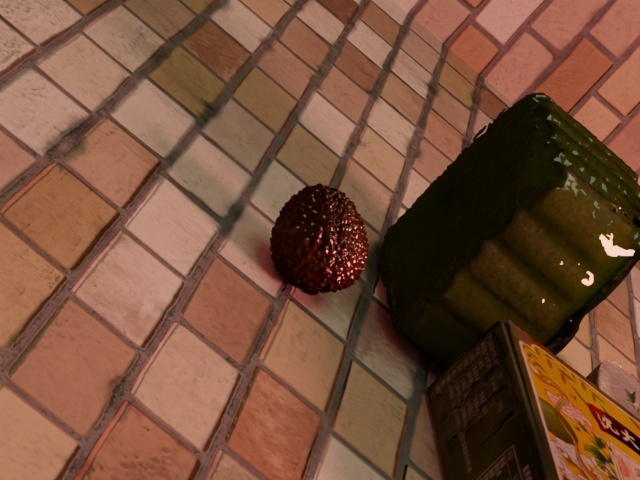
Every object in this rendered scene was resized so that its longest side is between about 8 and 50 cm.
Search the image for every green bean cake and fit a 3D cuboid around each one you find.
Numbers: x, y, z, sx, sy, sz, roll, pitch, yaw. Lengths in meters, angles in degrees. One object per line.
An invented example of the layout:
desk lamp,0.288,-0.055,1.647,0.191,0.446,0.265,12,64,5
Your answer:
green bean cake,0.250,0.007,2.102,0.218,0.319,0.335,40,23,-15

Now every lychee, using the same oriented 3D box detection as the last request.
lychee,-0.003,-0.001,1.926,0.123,0.123,0.129,-40,118,-70

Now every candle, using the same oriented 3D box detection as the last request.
candle,0.417,0.245,2.261,0.168,0.068,0.192,19,30,-43

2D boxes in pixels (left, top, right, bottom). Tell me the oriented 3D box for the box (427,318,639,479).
box,0.319,0.326,1.818,0.373,0.138,0.420,35,21,-19
